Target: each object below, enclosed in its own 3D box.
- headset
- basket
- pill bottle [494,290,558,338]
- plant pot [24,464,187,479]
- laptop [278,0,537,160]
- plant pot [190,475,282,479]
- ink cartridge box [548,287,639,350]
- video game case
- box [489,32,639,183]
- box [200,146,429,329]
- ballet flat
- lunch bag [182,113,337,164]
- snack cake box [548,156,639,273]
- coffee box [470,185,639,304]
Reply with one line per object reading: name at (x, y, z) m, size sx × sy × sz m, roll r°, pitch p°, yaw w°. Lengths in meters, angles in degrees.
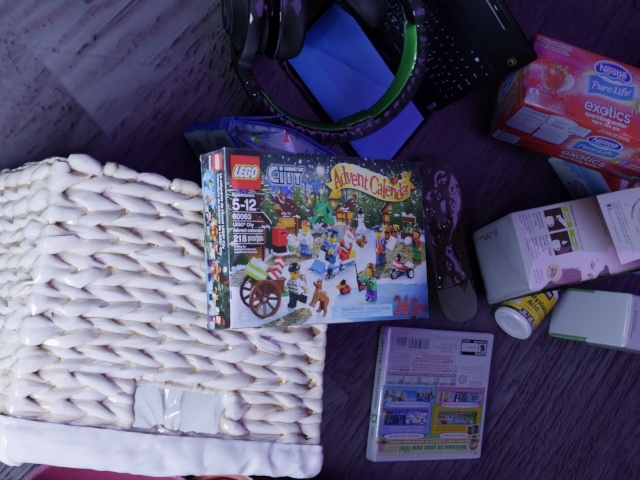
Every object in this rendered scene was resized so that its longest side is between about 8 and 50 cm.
headset at (-0.017, -0.316, 1.180) m, size 0.243 × 0.185 × 0.394 m, roll -23°, pitch 116°, yaw -6°
basket at (-0.201, 0.085, 0.977) m, size 0.328 × 0.331 × 0.266 m, roll 13°, pitch 79°, yaw -35°
pill bottle at (0.329, 0.093, 1.490) m, size 0.116 × 0.065 × 0.065 m, roll -47°, pitch 116°, yaw -24°
plant pot at (-0.241, 0.360, 1.048) m, size 0.201 × 0.201 × 0.180 m, roll 3°, pitch 106°, yaw -35°
laptop at (0.122, -0.247, 1.285) m, size 0.234 × 0.264 × 0.136 m, roll 51°, pitch 29°, yaw -26°
plant pot at (-0.013, 0.409, 1.169) m, size 0.265 × 0.272 × 0.272 m, roll 7°, pitch 89°, yaw -42°
ink cartridge box at (0.504, 0.138, 1.561) m, size 0.208 × 0.153 × 0.086 m, roll 14°, pitch 84°, yaw -35°
video game case at (0.165, 0.227, 1.410) m, size 0.212 × 0.023 × 0.193 m, roll 8°, pitch 88°, yaw -35°
box at (0.398, -0.192, 1.419) m, size 0.257 × 0.128 × 0.122 m, roll 16°, pitch 70°, yaw -9°
box at (0.000, 0.000, 0.903) m, size 0.233 × 0.044 × 0.159 m, roll 0°, pitch 86°, yaw -37°
ballet flat at (0.179, -0.003, 1.393) m, size 0.084 × 0.058 × 0.249 m, roll -15°, pitch 97°, yaw 3°
lunch bag at (-0.079, -0.104, 1.160) m, size 0.151 × 0.129 × 0.096 m, roll 27°, pitch 76°, yaw -31°
snack cake box at (0.506, -0.086, 1.588) m, size 0.152 × 0.089 × 0.264 m, roll -48°, pitch 117°, yaw -21°
coffee box at (0.397, 0.001, 1.401) m, size 0.297 × 0.168 × 0.118 m, roll -12°, pitch 83°, yaw -12°
